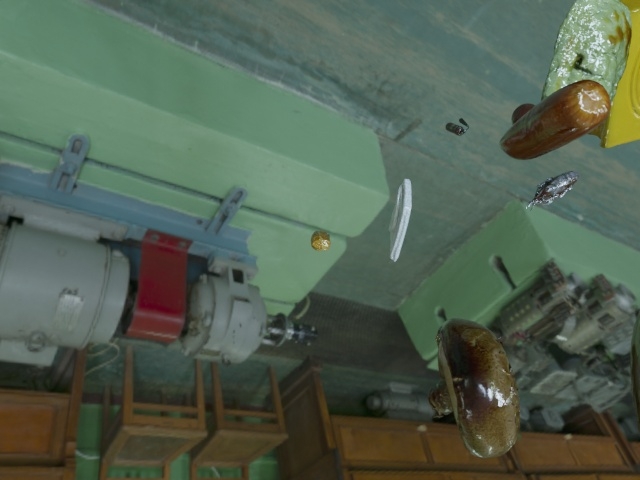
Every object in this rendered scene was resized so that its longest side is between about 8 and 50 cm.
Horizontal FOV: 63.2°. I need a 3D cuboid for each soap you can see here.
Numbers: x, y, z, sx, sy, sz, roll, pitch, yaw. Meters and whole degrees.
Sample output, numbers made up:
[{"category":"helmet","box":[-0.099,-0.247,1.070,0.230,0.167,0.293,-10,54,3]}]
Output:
[{"category":"soap","box":[0.695,-0.375,1.112,0.204,0.096,0.325,-16,130,4]}]

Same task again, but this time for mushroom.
[{"category":"mushroom","box":[0.332,0.313,1.129,0.162,0.297,0.278,-3,148,-7]}]

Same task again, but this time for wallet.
[{"category":"wallet","box":[0.189,-0.049,1.250,0.031,0.124,0.183,8,135,-1]}]

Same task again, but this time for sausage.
[{"category":"sausage","box":[0.387,-0.192,0.891,0.089,0.084,0.300,-26,176,0]}]

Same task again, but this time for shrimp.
[{"category":"shrimp","box":[0.581,-0.126,1.312,0.165,0.057,0.065,-31,161,3]}]

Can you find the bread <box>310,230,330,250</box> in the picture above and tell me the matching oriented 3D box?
[{"category":"bread","box":[0.000,0.000,1.402,0.052,0.157,0.044,8,97,-2]}]

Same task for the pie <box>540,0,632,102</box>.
[{"category":"pie","box":[0.508,-0.330,0.967,0.200,0.090,0.248,2,104,-36]}]

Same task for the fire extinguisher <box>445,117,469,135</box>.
[{"category":"fire extinguisher","box":[0.372,-0.300,1.381,0.046,0.100,0.032,-20,115,-5]}]

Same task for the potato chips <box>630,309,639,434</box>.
[{"category":"potato chips","box":[0.273,0.101,0.379,0.208,0.196,0.061,27,167,-36]}]

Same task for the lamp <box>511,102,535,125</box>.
[{"category":"lamp","box":[0.502,-0.280,1.237,0.101,0.101,0.090,20,133,-34]}]
